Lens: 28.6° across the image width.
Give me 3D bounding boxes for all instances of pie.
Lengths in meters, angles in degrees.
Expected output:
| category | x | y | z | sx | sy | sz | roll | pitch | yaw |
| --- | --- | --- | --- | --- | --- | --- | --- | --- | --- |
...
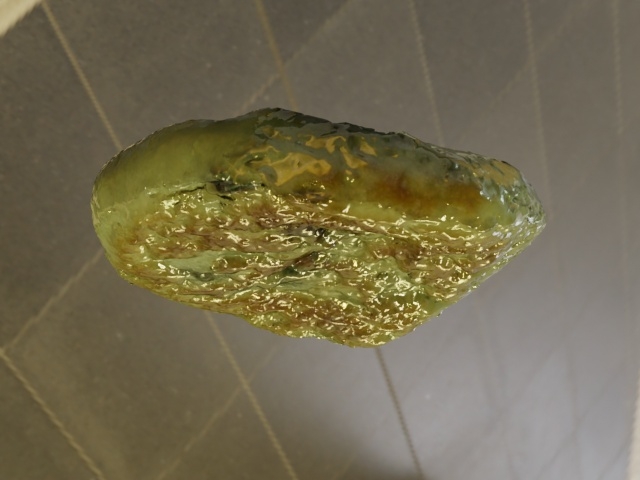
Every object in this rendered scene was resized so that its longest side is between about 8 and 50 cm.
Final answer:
| category | x | y | z | sx | sy | sz | roll | pitch | yaw |
| --- | --- | --- | --- | --- | --- | --- | --- | --- | --- |
| pie | 0.000 | 0.000 | 0.632 | 0.240 | 0.240 | 0.054 | 40 | 48 | -59 |
